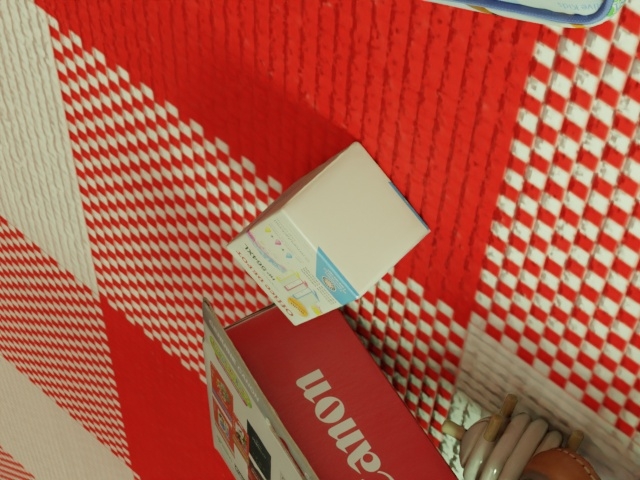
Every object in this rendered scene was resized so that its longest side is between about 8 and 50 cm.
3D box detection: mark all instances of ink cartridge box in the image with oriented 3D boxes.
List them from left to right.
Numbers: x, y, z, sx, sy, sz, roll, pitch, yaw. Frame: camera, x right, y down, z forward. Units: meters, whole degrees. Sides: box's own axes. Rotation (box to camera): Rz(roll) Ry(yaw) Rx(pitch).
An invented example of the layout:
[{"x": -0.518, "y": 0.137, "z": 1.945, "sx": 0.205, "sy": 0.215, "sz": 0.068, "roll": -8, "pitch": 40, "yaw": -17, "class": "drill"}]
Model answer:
[{"x": 0.000, "y": 0.000, "z": 1.079, "sx": 0.092, "sy": 0.090, "sz": 0.143, "roll": 50, "pitch": 153, "yaw": -5, "class": "ink cartridge box"}, {"x": 0.024, "y": 0.205, "z": 1.182, "sx": 0.309, "sy": 0.130, "sz": 0.272, "roll": 54, "pitch": 160, "yaw": 31, "class": "ink cartridge box"}]

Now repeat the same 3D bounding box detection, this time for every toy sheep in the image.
[{"x": 0.158, "y": 0.177, "z": 1.097, "sx": 0.132, "sy": 0.091, "sz": 0.091, "roll": 31, "pitch": 150, "yaw": 19, "class": "toy sheep"}]

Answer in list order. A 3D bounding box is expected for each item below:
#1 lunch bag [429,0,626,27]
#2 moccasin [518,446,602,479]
[{"x": 0.040, "y": -0.229, "z": 0.686, "sx": 0.303, "sy": 0.115, "sz": 0.243, "roll": 22, "pitch": 146, "yaw": 40, "class": "lunch bag"}, {"x": 0.286, "y": 0.292, "z": 1.024, "sx": 0.380, "sy": 0.147, "sz": 0.139, "roll": 48, "pitch": 168, "yaw": -10, "class": "moccasin"}]
